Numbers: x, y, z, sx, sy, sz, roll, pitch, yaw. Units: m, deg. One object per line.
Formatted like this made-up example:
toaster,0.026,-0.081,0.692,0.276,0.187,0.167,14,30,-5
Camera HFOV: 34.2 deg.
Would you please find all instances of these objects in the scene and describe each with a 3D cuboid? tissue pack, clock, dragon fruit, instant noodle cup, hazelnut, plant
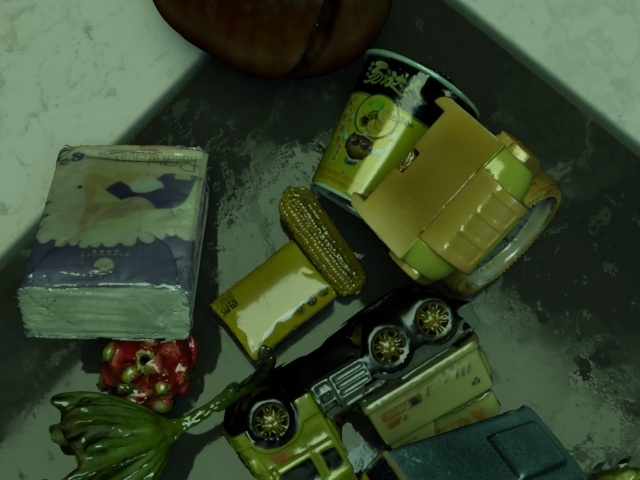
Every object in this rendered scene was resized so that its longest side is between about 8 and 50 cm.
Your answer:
tissue pack,-0.295,-0.007,1.546,0.242,0.125,0.344,0,40,0
clock,0.224,-0.047,1.544,0.244,0.317,0.200,-46,65,13
dragon fruit,-0.261,0.179,1.548,0.166,0.172,0.160,-38,79,-9
tissue pack,-0.074,0.098,1.617,0.169,0.082,0.120,-37,78,-9
instant noodle cup,0.105,-0.152,1.635,0.215,0.215,0.236,31,87,7
hazelnut,-0.083,-0.433,1.639,0.409,0.359,0.359,31,77,16
plant,-0.211,0.288,1.435,0.333,0.251,0.180,-9,65,-5

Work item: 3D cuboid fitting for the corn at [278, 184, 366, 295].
corn,0.000,0.000,1.651,0.068,0.068,0.207,-32,79,-8

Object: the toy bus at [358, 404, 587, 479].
toy bus,0.193,0.357,1.421,0.323,0.194,0.162,-8,48,-38

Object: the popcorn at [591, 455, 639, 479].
popcorn,0.452,0.400,1.512,0.173,0.173,0.142,-40,101,-10

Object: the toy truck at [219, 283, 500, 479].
toy truck,0.067,0.242,1.533,0.405,0.180,0.254,-30,92,-10

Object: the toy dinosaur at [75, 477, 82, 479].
toy dinosaur,-0.282,0.596,1.449,0.374,0.144,0.500,20,67,8
